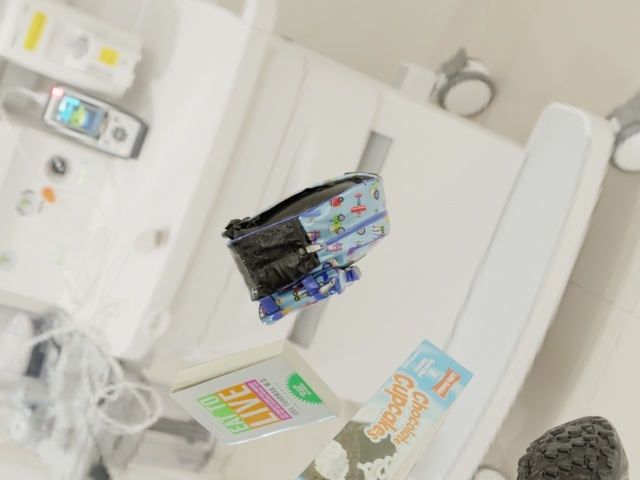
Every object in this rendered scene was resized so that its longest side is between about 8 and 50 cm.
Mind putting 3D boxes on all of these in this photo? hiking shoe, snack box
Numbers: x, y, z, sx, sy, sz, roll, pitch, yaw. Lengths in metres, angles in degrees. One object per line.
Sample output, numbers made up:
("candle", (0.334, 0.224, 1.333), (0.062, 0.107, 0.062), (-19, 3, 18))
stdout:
("hiking shoe", (0.200, 0.230, 0.839), (0.086, 0.114, 0.227), (-16, 28, 22))
("snack box", (0.003, 0.227, 0.910), (0.060, 0.322, 0.187), (35, 126, 13))

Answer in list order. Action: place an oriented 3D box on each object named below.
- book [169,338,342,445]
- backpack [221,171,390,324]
("book", (-0.063, 0.153, 1.118), (0.144, 0.096, 0.035), (-21, 32, 33))
("backpack", (0.000, 0.000, 1.188), (0.173, 0.117, 0.158), (-25, 0, 3))
